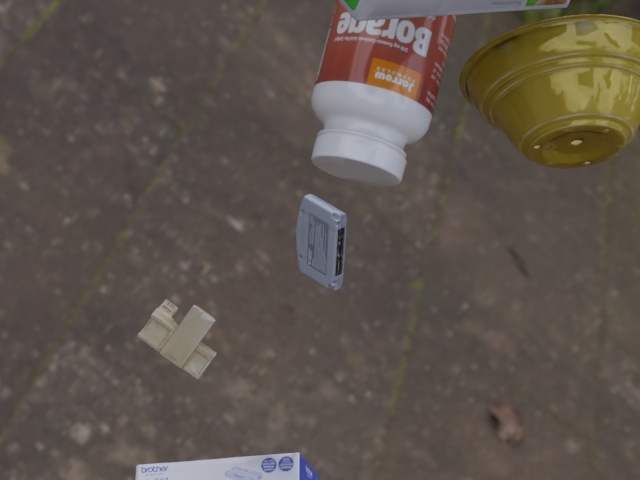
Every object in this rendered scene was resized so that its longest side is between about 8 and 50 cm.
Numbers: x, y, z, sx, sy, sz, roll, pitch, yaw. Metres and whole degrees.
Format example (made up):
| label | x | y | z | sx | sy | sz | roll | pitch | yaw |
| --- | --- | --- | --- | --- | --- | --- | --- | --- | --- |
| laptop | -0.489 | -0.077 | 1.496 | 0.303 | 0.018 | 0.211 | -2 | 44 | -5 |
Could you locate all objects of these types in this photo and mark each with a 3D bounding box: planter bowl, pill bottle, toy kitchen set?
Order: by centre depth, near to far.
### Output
| label | x | y | z | sx | sy | sz | roll | pitch | yaw |
| --- | --- | --- | --- | --- | --- | --- | --- | --- | --- |
| pill bottle | 0.060 | -0.169 | 1.608 | 0.121 | 0.121 | 0.216 | 22 | 76 | -35 |
| planter bowl | 0.251 | -0.132 | 1.635 | 0.217 | 0.217 | 0.090 | 17 | 58 | -40 |
| toy kitchen set | -0.146 | 0.096 | 1.829 | 0.083 | 0.068 | 0.075 | 36 | 12 | -1 |

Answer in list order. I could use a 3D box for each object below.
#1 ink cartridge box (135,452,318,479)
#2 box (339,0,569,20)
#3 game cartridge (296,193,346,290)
| label | x | y | z | sx | sy | sz | roll | pitch | yaw |
| --- | --- | --- | --- | --- | --- | --- | --- | --- | --- |
| ink cartridge box | -0.113 | 0.300 | 2.001 | 0.097 | 0.207 | 0.046 | 61 | 26 | -62 |
| box | 0.138 | -0.319 | 1.388 | 0.262 | 0.231 | 0.127 | -9 | 51 | -39 |
| game cartridge | 0.000 | 0.000 | 1.531 | 0.056 | 0.083 | 0.017 | 29 | 39 | 35 |
